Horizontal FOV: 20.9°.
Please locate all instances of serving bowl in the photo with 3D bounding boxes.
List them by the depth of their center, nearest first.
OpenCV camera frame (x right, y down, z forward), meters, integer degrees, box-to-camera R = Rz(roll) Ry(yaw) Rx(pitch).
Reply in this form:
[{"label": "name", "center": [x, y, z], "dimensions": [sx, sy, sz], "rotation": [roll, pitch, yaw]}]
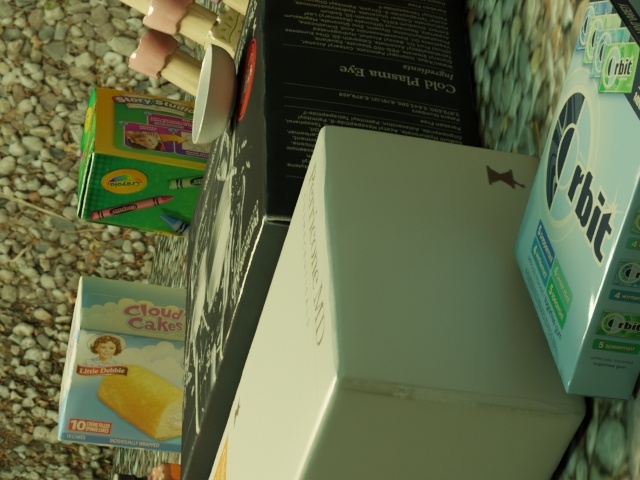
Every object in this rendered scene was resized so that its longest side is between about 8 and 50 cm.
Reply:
[{"label": "serving bowl", "center": [-0.084, -0.118, 1.422], "dimensions": [0.083, 0.027, 0.083], "rotation": [-171, 90, -81]}]

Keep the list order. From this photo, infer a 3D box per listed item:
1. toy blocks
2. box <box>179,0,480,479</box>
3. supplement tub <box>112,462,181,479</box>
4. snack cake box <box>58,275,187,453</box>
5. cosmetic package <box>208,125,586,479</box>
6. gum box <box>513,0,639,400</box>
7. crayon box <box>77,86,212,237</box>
[{"label": "toy blocks", "center": [-0.154, -0.381, 2.107], "dimensions": [0.288, 0.260, 0.309], "rotation": [-59, 0, -26]}, {"label": "box", "center": [0.000, 0.000, 1.444], "dimensions": [0.312, 0.179, 0.343], "rotation": [-94, 16, -45]}, {"label": "supplement tub", "center": [-0.122, 0.289, 1.821], "dimensions": [0.106, 0.198, 0.106], "rotation": [-171, 90, -80]}, {"label": "snack cake box", "center": [-0.126, 0.135, 1.774], "dimensions": [0.089, 0.264, 0.152], "rotation": [-97, 18, -52]}, {"label": "cosmetic package", "center": [0.027, 0.165, 1.227], "dimensions": [0.230, 0.161, 0.453], "rotation": [-93, 16, -45]}, {"label": "gum box", "center": [0.164, -0.030, 0.972], "dimensions": [0.157, 0.041, 0.184], "rotation": [-100, 20, -60]}, {"label": "crayon box", "center": [-0.102, -0.069, 1.761], "dimensions": [0.165, 0.278, 0.081], "rotation": [-102, 24, -62]}]
